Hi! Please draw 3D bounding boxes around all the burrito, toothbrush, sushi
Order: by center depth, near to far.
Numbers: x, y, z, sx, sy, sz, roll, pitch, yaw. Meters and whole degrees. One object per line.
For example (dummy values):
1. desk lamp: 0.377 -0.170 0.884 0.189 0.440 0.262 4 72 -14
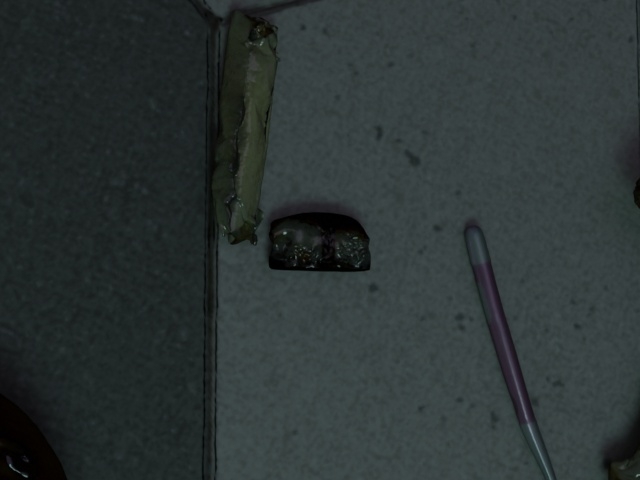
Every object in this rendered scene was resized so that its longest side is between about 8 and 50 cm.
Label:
1. burrito: -0.061 -0.089 1.074 0.045 0.041 0.185 20 74 -55
2. sushi: 0.000 0.000 1.075 0.083 0.044 0.046 2 84 -17
3. toothbrush: 0.160 0.127 1.116 0.025 0.020 0.286 -16 88 -10

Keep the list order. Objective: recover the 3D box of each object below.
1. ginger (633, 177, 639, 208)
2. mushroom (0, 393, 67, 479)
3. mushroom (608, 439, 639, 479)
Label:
1. ginger: 0.387 -0.013 1.142 0.290 0.122 0.084 5 109 -16
2. mushroom: -0.319 0.218 0.889 0.345 0.260 0.345 20 58 -36
3. mushroom: 0.321 0.127 1.123 0.225 0.093 0.116 -47 118 -20
